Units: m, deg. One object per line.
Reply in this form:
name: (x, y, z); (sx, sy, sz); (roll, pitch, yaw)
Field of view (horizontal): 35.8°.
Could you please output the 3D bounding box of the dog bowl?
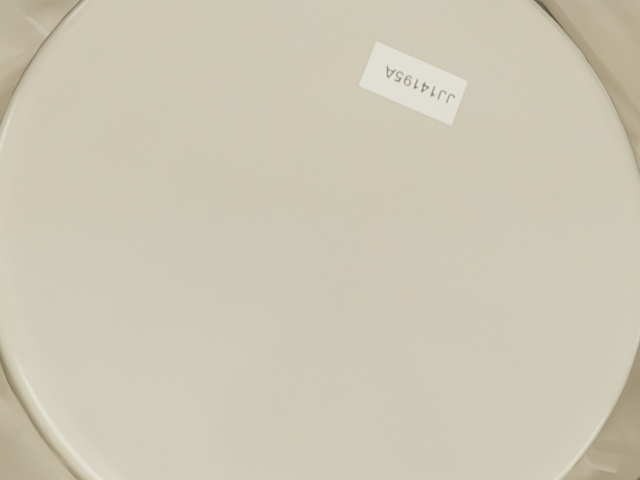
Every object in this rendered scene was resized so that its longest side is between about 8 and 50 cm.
dog bowl: (0.000, 0.000, 0.395); (0.349, 0.348, 0.102); (-3, 170, -12)
